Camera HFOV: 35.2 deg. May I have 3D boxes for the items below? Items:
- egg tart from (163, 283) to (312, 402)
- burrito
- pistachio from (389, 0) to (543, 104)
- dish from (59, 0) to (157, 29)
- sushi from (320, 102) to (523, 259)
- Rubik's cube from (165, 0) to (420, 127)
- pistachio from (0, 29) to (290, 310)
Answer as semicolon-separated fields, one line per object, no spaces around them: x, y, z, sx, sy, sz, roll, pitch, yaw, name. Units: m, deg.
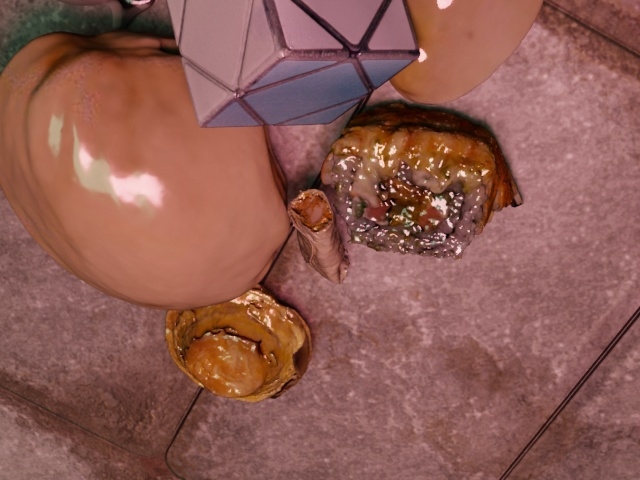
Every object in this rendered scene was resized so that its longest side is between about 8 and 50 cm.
-0.131;0.167;1.550;0.241;0.106;0.241;4;121;7;egg tart
0.000;0.000;1.398;0.060;0.226;0.087;-30;65;-5;burrito
0.171;-0.304;1.220;0.197;0.166;0.288;21;121;11;pistachio
-0.324;-0.386;1.321;0.224;0.078;0.246;-31;107;21;dish
0.139;-0.075;1.357;0.274;0.139;0.184;10;120;9;sushi
-0.040;-0.264;1.187;0.205;0.205;0.207;-27;73;52;Rubik's cube
-0.230;-0.098;1.354;0.365;0.281;0.445;-40;117;12;pistachio
